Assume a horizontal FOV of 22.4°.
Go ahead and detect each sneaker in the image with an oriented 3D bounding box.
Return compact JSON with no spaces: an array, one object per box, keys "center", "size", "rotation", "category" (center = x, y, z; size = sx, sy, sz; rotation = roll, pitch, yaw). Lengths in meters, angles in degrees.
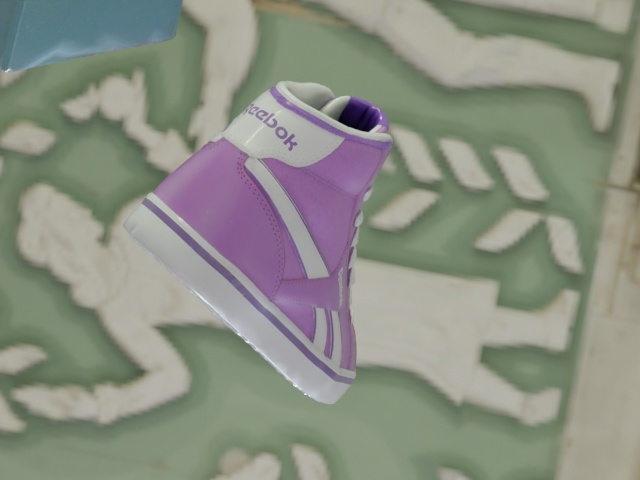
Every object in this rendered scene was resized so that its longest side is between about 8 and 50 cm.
[{"center":[0.001,0.000,1.000],"size":[0.161,0.102,0.282],"rotation":[-49,-24,-7],"category":"sneaker"}]

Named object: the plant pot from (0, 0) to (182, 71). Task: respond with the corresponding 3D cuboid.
[{"center":[-0.197,-0.286,1.294],"size":[0.165,0.166,0.234],"rotation":[57,145,25],"category":"plant pot"}]
